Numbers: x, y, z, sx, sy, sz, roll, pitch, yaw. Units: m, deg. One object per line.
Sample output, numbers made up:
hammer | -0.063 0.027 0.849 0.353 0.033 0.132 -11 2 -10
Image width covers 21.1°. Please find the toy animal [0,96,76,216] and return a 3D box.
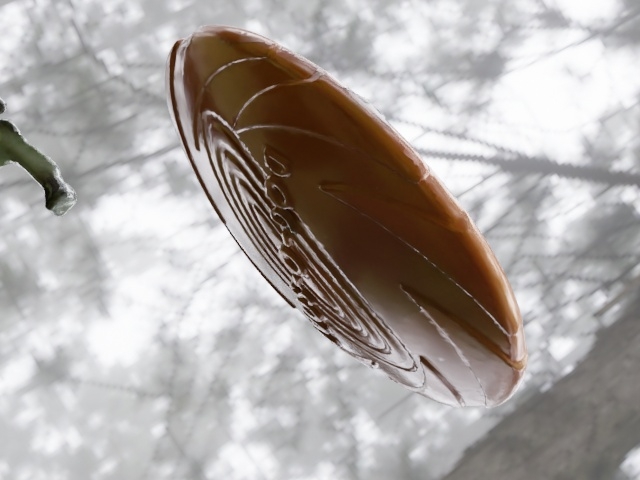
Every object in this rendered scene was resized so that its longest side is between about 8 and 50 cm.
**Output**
toy animal | -0.221 -0.018 0.834 0.217 0.073 0.176 -46 -119 31

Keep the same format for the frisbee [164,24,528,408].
frisbee | 0.000 0.000 0.673 0.192 0.035 0.192 40 -20 18
